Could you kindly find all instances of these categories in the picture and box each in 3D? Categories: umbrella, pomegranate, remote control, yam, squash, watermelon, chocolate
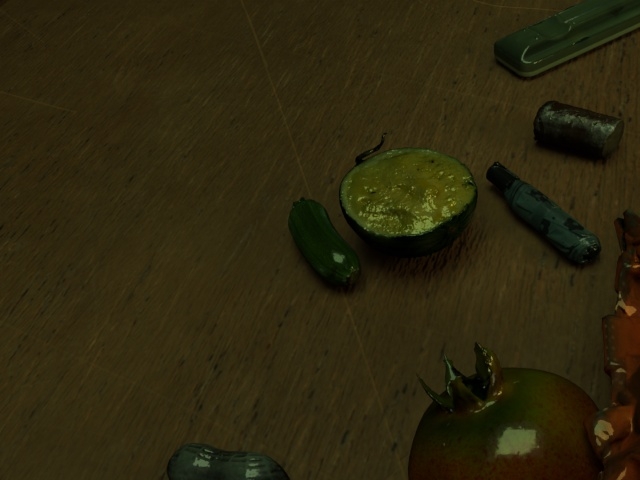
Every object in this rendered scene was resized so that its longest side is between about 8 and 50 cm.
[{"bbox_3d":[0.345,-0.046,1.158,0.053,0.052,0.250,-52,43,13],"label":"umbrella"},{"bbox_3d":[0.199,0.225,0.773,0.221,0.256,0.221,-26,14,7],"label":"pomegranate"},{"bbox_3d":[0.525,-0.439,1.499,0.336,0.065,0.128,-26,45,-9],"label":"remote control"},{"bbox_3d":[0.441,-0.192,1.260,0.141,0.079,0.079,25,57,33],"label":"yam"},{"bbox_3d":[0.000,0.000,1.208,0.077,0.068,0.219,-30,43,0],"label":"squash"},{"bbox_3d":[0.138,-0.053,1.174,0.232,0.127,0.204,26,58,35],"label":"watermelon"},{"bbox_3d":[-0.119,0.300,0.931,0.167,0.072,0.072,5,47,22],"label":"chocolate"}]

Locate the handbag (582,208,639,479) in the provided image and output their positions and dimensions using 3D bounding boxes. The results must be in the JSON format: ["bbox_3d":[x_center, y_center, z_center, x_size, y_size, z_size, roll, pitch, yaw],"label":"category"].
[{"bbox_3d":[0.424,0.160,0.748,0.304,0.116,0.410,34,50,-12],"label":"handbag"}]
